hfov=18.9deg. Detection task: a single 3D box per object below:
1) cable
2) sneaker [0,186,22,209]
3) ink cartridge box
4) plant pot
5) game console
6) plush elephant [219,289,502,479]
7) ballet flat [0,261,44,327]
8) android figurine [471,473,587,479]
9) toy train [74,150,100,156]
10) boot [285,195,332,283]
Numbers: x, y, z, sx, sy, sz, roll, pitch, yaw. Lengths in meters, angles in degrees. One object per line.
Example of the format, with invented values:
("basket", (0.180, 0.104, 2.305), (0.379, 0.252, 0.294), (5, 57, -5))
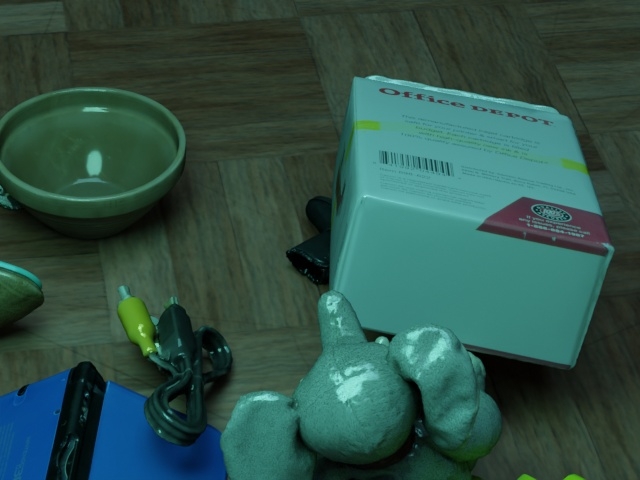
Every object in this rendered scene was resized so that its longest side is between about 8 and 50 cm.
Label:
("cable", (-0.153, 0.153, 2.068), (0.139, 0.072, 0.287), (37, 21, -26))
("sneaker", (-0.396, -0.064, 2.384), (0.083, 0.031, 0.035), (14, 39, 14))
("ink cartridge box", (0.159, -0.031, 2.187), (0.279, 0.160, 0.385), (11, 24, -4))
("plant pot", (-0.282, -0.080, 2.349), (0.237, 0.110, 0.237), (2, 39, -1))
("game console", (-0.250, 0.285, 1.956), (0.250, 0.173, 0.293), (-22, 33, 19))
("plush elephant", (0.042, 0.174, 1.878), (0.271, 0.255, 0.330), (-16, 35, 1))
("ballet flat", (-0.483, 0.064, 2.169), (0.342, 0.116, 0.124), (14, 60, 14))
("android figurine", (0.211, 0.324, 1.870), (0.248, 0.056, 0.273), (-38, 41, -28))
("toy train", (-0.346, -0.108, 2.449), (0.158, 0.027, 0.036), (2, 27, -1))
("boot", (0.000, 0.000, 2.322), (0.099, 0.045, 0.121), (-33, 51, -33))
